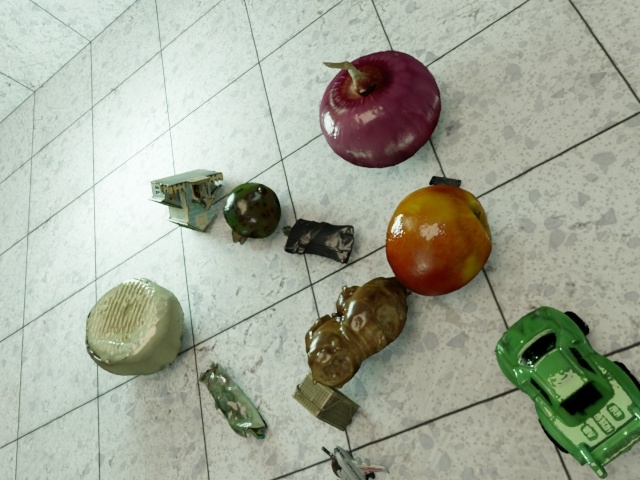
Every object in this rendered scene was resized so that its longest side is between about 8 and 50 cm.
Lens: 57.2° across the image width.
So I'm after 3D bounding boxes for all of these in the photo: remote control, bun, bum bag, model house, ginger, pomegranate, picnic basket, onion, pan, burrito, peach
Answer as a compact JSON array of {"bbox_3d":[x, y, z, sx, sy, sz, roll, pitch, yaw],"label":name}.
[{"bbox_3d":[0.348,-0.161,1.636,0.091,0.016,0.034,14,64,39],"label":"remote control"},{"bbox_3d":[-0.624,0.306,2.026,0.359,0.211,0.360,-9,65,21],"label":"bun"},{"bbox_3d":[0.000,0.000,1.785,0.248,0.060,0.123,13,74,33],"label":"bum bag"},{"bbox_3d":[-0.464,-0.130,2.111,0.178,0.271,0.207,13,114,35],"label":"model house"},{"bbox_3d":[0.096,0.221,1.541,0.357,0.152,0.274,-43,9,-3],"label":"ginger"},{"bbox_3d":[-0.232,-0.081,1.932,0.248,0.202,0.202,-61,42,40],"label":"pomegranate"},{"bbox_3d":[0.015,0.421,1.537,0.115,0.164,0.079,29,80,41],"label":"picnic basket"},{"bbox_3d":[0.171,-0.393,1.687,0.358,0.345,0.359,1,65,-2],"label":"onion"},{"bbox_3d":[0.038,0.576,1.542,0.115,0.023,0.069,24,87,40],"label":"pan"},{"bbox_3d":[-0.266,0.488,1.775,0.309,0.066,0.096,40,93,37],"label":"burrito"},{"bbox_3d":[0.286,-0.001,1.468,0.280,0.238,0.281,7,113,18],"label":"peach"}]

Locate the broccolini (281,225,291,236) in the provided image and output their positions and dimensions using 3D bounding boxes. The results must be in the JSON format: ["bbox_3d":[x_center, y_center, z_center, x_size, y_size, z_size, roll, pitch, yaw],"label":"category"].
[{"bbox_3d":[-0.073,-0.004,1.875,0.035,0.030,0.140,-32,51,-24],"label":"broccolini"}]

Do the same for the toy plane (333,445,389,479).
[{"bbox_3d":[0.089,0.586,1.467,0.162,0.065,0.171,-41,69,15],"label":"toy plane"}]

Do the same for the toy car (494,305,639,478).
[{"bbox_3d":[0.518,0.297,1.214,0.213,0.176,0.359,-42,51,13],"label":"toy car"}]
